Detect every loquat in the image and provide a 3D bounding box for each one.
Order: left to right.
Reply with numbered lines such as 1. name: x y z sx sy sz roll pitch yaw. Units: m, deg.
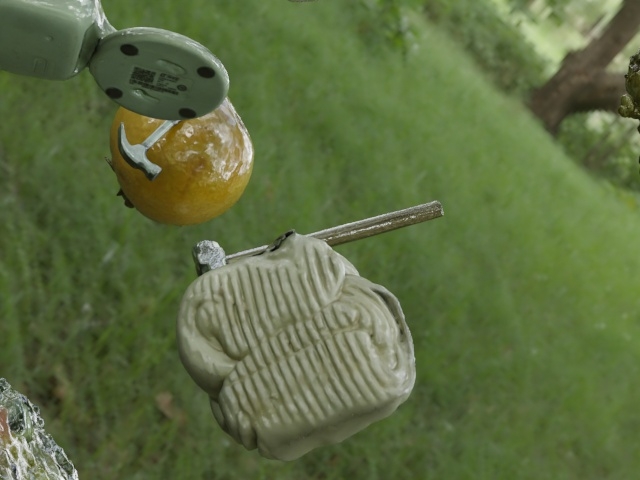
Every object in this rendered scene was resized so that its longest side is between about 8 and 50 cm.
1. loquat: -0.252 -0.149 2.491 0.275 0.275 0.275 40 12 -10

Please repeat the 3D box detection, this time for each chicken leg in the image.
1. chicken leg: 0.489 -0.184 2.063 0.088 0.228 0.103 9 4 30

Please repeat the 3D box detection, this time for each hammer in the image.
1. hammer: -0.246 -0.211 2.355 0.103 0.246 0.029 40 -31 0
2. hammer: 0.000 0.000 2.002 0.111 0.365 0.043 -127 -155 -63

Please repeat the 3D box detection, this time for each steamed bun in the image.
1. steamed bun: -0.016 0.106 1.384 0.211 0.218 0.144 65 9 17

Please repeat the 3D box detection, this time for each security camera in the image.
1. security camera: -0.244 -0.220 1.553 0.301 0.157 0.080 17 59 -11

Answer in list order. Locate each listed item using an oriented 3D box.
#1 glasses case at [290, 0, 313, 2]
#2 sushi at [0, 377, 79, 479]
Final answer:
1. glasses case: 0.048 -0.321 1.626 0.081 0.204 0.051 -75 147 -55
2. sushi: -0.384 0.286 1.533 0.352 0.178 0.294 59 10 1
